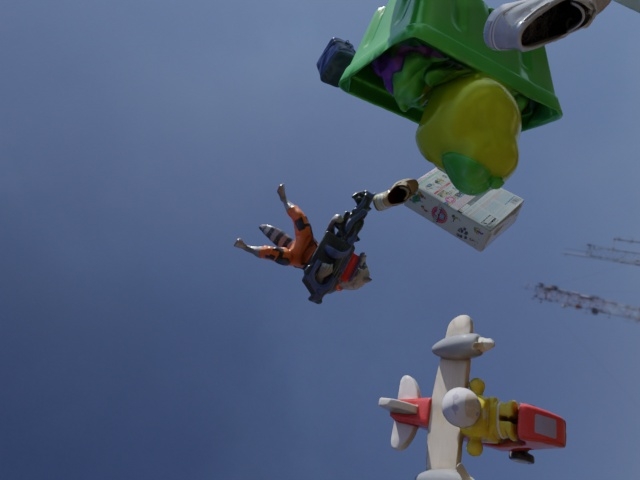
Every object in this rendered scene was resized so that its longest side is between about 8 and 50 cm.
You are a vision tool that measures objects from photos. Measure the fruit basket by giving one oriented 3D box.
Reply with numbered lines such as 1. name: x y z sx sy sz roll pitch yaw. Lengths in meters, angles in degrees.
1. fruit basket: 0.241 -0.239 0.977 0.391 0.283 0.393 3 -96 -28

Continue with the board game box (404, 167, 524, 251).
1. board game box: 0.464 -0.122 1.763 0.224 0.303 0.098 -32 -35 -35

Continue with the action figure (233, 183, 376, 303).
1. action figure: 0.000 0.000 1.395 0.330 0.178 0.341 36 -116 5

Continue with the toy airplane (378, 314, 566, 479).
1. toy airplane: 0.320 0.411 1.290 0.384 0.386 0.272 -35 -35 -2

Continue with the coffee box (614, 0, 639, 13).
1. coffee box: 0.735 -0.591 0.927 0.338 0.334 0.338 -23 -38 -16

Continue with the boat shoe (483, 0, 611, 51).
1. boat shoe: 0.274 -0.257 0.612 0.184 0.063 0.066 -20 -52 -21

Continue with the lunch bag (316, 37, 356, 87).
1. lunch bag: 0.037 -0.401 1.206 0.067 0.098 0.065 14 -137 -32

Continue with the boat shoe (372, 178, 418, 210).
1. boat shoe: 0.171 -0.099 1.154 0.135 0.045 0.050 -32 -78 -36
